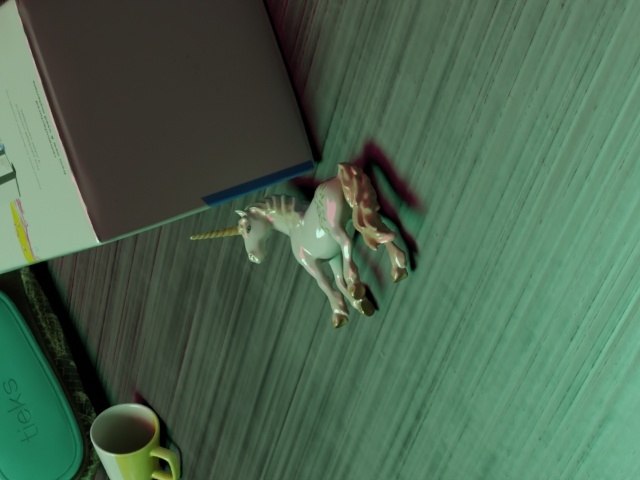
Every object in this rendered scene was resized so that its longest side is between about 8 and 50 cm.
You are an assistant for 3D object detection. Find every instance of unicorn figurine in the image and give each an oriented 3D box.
[{"bbox_3d":[0.000,0.000,1.101,0.162,0.060,0.111,-42,70,43],"label":"unicorn figurine"}]

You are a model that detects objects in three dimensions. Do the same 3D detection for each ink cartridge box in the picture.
[{"bbox_3d":[-0.149,-0.087,1.169,0.233,0.171,0.168,-12,98,62],"label":"ink cartridge box"}]

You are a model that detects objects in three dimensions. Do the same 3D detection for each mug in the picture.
[{"bbox_3d":[-0.169,0.196,1.510,0.078,0.062,0.064,50,155,42],"label":"mug"}]

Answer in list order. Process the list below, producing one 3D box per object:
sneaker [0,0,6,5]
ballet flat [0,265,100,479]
[{"bbox_3d":[-0.218,-0.100,1.367,0.130,0.087,0.227,41,136,51],"label":"sneaker"},{"bbox_3d":[-0.348,0.038,1.638,0.182,0.164,0.483,156,91,-82],"label":"ballet flat"}]
